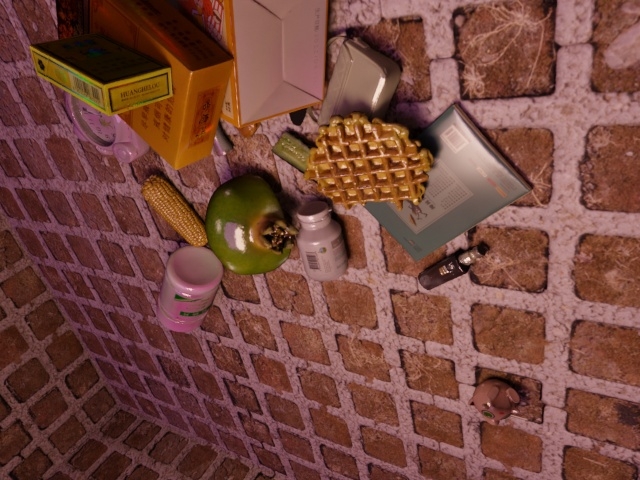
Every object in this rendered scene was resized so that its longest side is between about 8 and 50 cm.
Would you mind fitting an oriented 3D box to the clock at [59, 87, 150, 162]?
[{"bbox_3d":[-0.734,-0.430,1.577,0.321,0.113,0.296,18,131,25],"label":"clock"}]

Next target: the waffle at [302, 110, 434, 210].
[{"bbox_3d":[0.109,-0.169,1.114,0.300,0.058,0.282,14,140,5],"label":"waffle"}]

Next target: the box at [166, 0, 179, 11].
[{"bbox_3d":[-0.390,-0.509,1.177,0.102,0.250,0.180,2,122,36],"label":"box"}]

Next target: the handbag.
[{"bbox_3d":[0.060,-0.352,1.113,0.219,0.079,0.256,42,137,19],"label":"handbag"}]

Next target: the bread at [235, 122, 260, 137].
[{"bbox_3d":[-0.211,-0.334,1.329,0.080,0.046,0.083,8,127,33],"label":"bread"}]

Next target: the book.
[{"bbox_3d":[0.278,-0.119,1.158,0.264,0.031,0.379,48,136,-4],"label":"book"}]

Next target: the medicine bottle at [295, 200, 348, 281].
[{"bbox_3d":[0.000,0.000,1.368,0.134,0.135,0.216,6,125,31],"label":"medicine bottle"}]

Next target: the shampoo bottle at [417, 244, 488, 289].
[{"bbox_3d":[0.347,0.068,1.233,0.057,0.063,0.207,54,137,3],"label":"shampoo bottle"}]

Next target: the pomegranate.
[{"bbox_3d":[-0.220,-0.026,1.397,0.358,0.215,0.310,24,130,58],"label":"pomegranate"}]

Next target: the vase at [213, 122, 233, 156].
[{"bbox_3d":[-0.334,-0.353,1.382,0.086,0.086,0.214,-8,122,38],"label":"vase"}]

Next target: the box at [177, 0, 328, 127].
[{"bbox_3d":[-0.145,-0.440,1.029,0.213,0.259,0.284,34,137,36],"label":"box"}]

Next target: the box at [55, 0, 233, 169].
[{"bbox_3d":[-0.386,-0.384,0.988,0.415,0.115,0.264,42,139,12],"label":"box"}]

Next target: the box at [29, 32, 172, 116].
[{"bbox_3d":[-0.400,-0.311,0.859,0.219,0.141,0.064,31,135,21],"label":"box"}]

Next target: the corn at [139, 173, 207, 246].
[{"bbox_3d":[-0.513,-0.102,1.676,0.305,0.106,0.106,49,135,-9],"label":"corn"}]

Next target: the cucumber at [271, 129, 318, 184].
[{"bbox_3d":[-0.030,-0.218,1.287,0.211,0.062,0.078,37,102,15],"label":"cucumber"}]

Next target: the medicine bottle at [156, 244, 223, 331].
[{"bbox_3d":[-0.509,0.191,1.813,0.212,0.212,0.326,37,134,6],"label":"medicine bottle"}]

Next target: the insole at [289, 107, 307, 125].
[{"bbox_3d":[-0.060,-0.408,1.179,0.086,0.005,0.253,35,138,37],"label":"insole"}]

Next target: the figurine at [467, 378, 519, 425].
[{"bbox_3d":[0.510,0.471,1.374,0.125,0.125,0.138,30,145,13],"label":"figurine"}]
